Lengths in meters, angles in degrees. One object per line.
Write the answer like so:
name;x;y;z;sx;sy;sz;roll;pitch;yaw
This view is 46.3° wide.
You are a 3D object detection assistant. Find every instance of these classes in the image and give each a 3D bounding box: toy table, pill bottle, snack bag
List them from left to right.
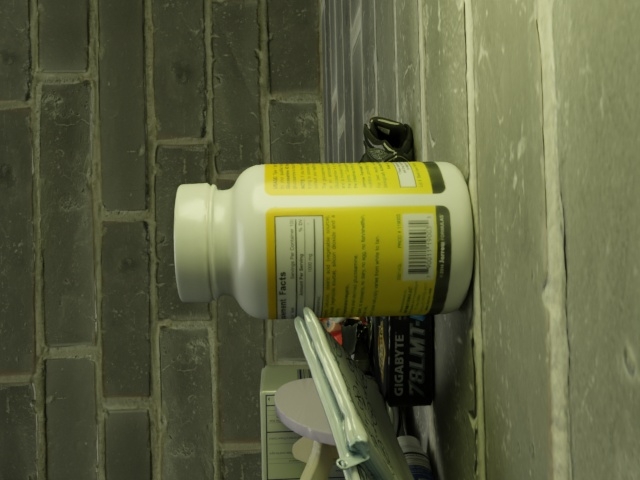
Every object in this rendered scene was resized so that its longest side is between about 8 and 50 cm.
pill bottle;0.000;0.000;0.902;0.188;0.334;0.187;179;90;-87
toy table;0.035;0.390;1.474;0.274;0.252;0.160;17;119;52
snack bag;0.078;0.281;0.865;0.323;0.037;0.342;58;-171;-52
pill bottle;0.130;0.343;1.081;0.120;0.067;0.067;-97;6;-58

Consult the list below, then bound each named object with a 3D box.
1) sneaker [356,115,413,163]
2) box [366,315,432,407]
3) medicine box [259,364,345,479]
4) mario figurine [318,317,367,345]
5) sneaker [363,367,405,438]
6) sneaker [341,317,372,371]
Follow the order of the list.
sneaker;0.104;-0.139;1.241;0.227;0.087;0.130;-125;36;-79
box;0.118;0.086;1.197;0.293;0.073;0.295;-146;55;-85
medicine box;0.000;0.436;1.667;0.149;0.264;0.289;-104;13;-78
mario figurine;0.032;0.110;1.736;0.198;0.170;0.320;22;-109;-56
sneaker;0.080;0.273;1.321;0.330;0.123;0.146;-118;12;-60
sneaker;0.059;0.171;1.269;0.170;0.051;0.089;-170;77;-83
